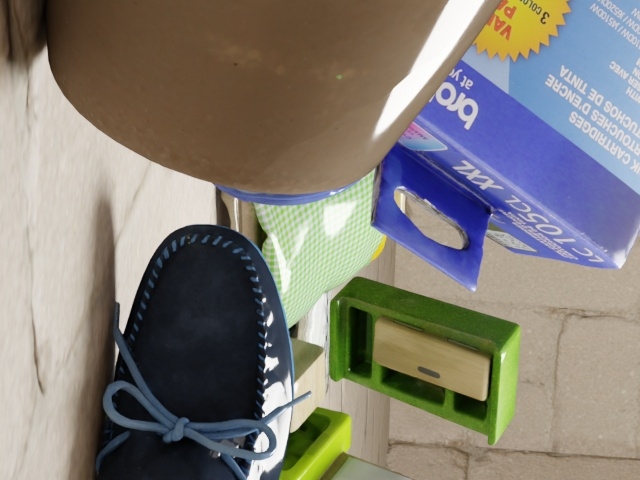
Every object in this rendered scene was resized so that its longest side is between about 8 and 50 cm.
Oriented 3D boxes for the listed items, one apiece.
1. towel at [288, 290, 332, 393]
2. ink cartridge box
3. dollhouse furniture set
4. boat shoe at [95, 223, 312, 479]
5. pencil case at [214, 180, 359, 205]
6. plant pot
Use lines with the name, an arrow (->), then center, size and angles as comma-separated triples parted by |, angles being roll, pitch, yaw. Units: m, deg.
towel -> 0.000, 0.000, 1.844 | 0.312, 0.056, 0.324 | 32, 61, -84
ink cartridge box -> 0.140, -0.162, 1.371 | 0.151, 0.270, 0.395 | 11, -109, 61
dollhouse furniture set -> 0.044, 0.050, 1.449 | 0.197, 0.151, 0.301 | -45, 146, -44
boat shoe -> -0.061, 0.122, 0.971 | 0.089, 0.109, 0.258 | -18, 110, -81
pencil case -> -0.017, -0.173, 1.137 | 0.133, 0.119, 0.306 | -32, 131, -50
plant pot -> -0.006, -0.148, 0.770 | 0.263, 0.263, 0.229 | -77, -174, -61
